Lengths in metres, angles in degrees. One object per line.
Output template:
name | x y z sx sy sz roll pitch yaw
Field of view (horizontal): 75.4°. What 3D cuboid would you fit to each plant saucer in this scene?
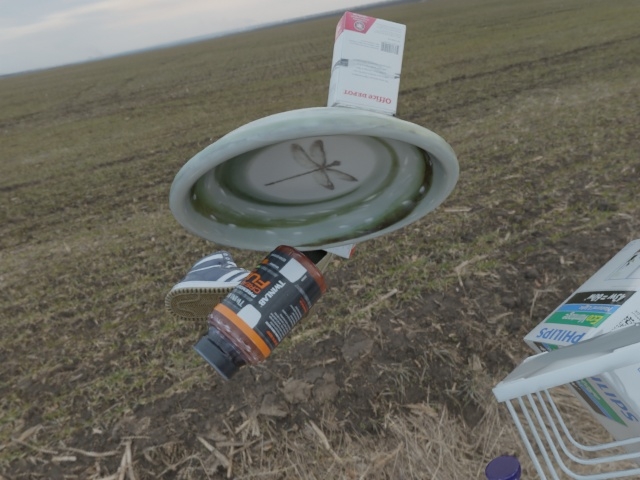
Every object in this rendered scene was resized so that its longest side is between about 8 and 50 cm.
plant saucer | -0.011 -0.089 0.611 0.401 0.400 0.100 -9 71 3

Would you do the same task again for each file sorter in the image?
file sorter | 0.402 0.238 0.587 0.193 0.173 0.278 -31 -21 28

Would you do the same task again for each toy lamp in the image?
toy lamp | 0.420 0.558 0.803 0.080 0.274 0.080 -28 -2 -1

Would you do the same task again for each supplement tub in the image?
supplement tub | -0.088 0.105 0.605 0.106 0.106 0.198 19 56 43

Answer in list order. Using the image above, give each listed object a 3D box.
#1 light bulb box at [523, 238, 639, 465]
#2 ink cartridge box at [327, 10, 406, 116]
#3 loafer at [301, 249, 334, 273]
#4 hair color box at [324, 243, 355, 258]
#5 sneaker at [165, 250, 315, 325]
light bulb box | 0.700 0.225 0.827 0.361 0.358 0.225 -39 -9 -4
ink cartridge box | 0.111 -0.417 1.018 0.159 0.217 0.092 6 1 -14
loafer | 0.000 0.000 1.015 0.102 0.092 0.268 19 67 8
hair color box | 0.002 -0.034 0.913 0.167 0.093 0.053 19 23 11
sneaker | -0.149 0.094 0.840 0.283 0.099 0.153 3 24 1
